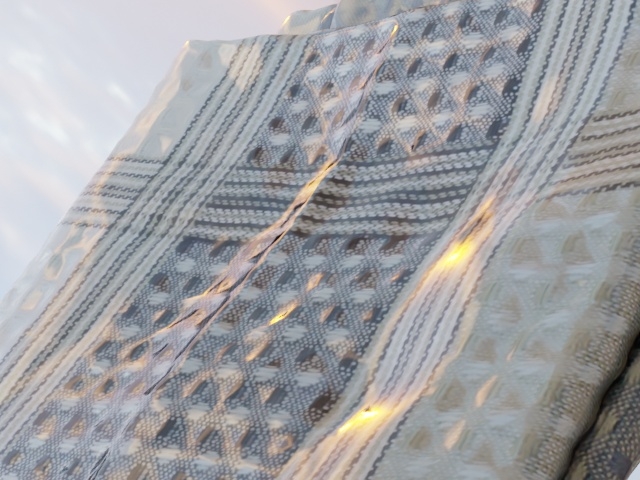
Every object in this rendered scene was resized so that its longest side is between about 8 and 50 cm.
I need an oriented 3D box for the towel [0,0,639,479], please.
[{"bbox_3d":[0.000,0.000,0.509,0.312,0.324,0.056,-4,133,49],"label":"towel"}]
